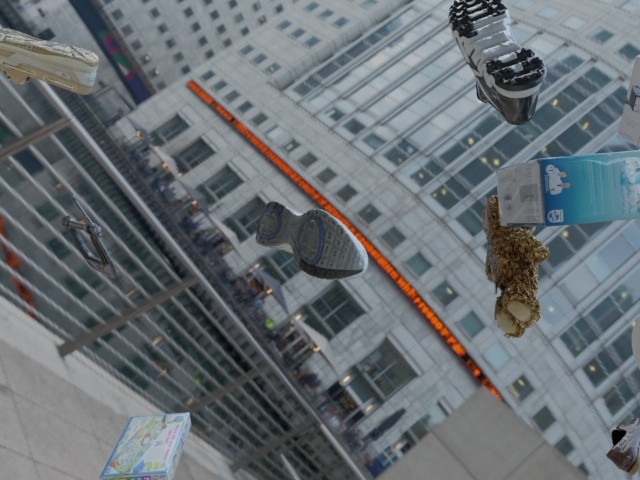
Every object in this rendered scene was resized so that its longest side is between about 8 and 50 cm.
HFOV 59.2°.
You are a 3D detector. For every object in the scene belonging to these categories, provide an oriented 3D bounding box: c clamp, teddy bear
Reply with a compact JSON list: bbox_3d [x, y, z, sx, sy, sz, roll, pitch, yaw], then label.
[{"bbox_3d":[-0.349,-0.006,0.843,0.161,0.022,0.137,2,-57,53],"label":"c clamp"},{"bbox_3d":[0.449,0.054,1.287,0.245,0.113,0.338,85,6,-46],"label":"teddy bear"}]

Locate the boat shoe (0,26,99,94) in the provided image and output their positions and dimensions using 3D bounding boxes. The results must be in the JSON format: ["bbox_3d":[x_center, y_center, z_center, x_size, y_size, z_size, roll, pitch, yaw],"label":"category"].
[{"bbox_3d":[-0.366,-0.220,0.696,0.063,0.170,0.059,-93,-161,-59],"label":"boat shoe"}]

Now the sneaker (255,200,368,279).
[{"bbox_3d":[0.000,0.000,1.017,0.129,0.111,0.297,19,6,-36],"label":"sneaker"}]

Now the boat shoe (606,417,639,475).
[{"bbox_3d":[0.744,0.481,1.363,0.073,0.207,0.073,30,-64,26],"label":"boat shoe"}]

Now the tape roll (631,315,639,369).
[{"bbox_3d":[0.626,0.151,0.836,0.246,0.169,0.246,42,-30,31],"label":"tape roll"}]

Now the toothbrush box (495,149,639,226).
[{"bbox_3d":[0.518,-0.099,1.075,0.216,0.296,0.126,-153,-123,-86],"label":"toothbrush box"}]

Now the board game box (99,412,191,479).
[{"bbox_3d":[-0.278,0.337,0.911,0.154,0.104,0.026,-90,176,-73],"label":"board game box"}]

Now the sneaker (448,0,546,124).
[{"bbox_3d":[0.229,-0.240,0.753,0.106,0.078,0.234,64,10,-51],"label":"sneaker"}]

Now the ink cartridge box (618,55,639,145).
[{"bbox_3d":[0.775,-0.322,1.268,0.082,0.140,0.190,-111,-167,-56],"label":"ink cartridge box"}]
